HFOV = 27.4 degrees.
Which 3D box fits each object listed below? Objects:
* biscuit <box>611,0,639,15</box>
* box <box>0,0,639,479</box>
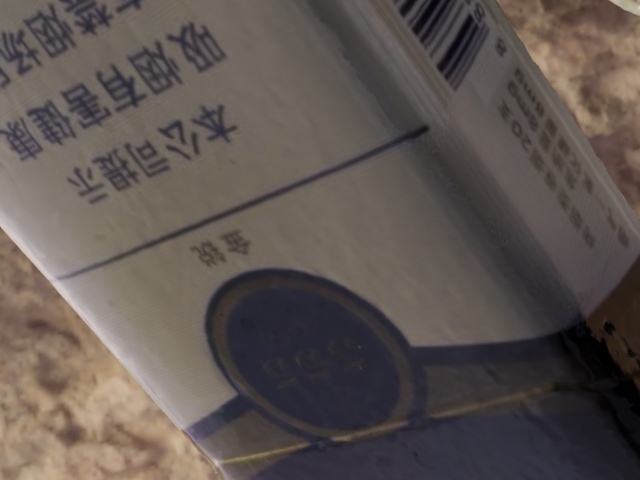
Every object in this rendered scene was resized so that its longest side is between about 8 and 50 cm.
[{"bbox_3d":[0.090,-0.161,0.452,0.052,0.252,0.150,29,-89,-43],"label":"biscuit"},{"bbox_3d":[0.000,0.000,0.400,0.168,0.259,0.071,-21,24,40],"label":"box"}]
